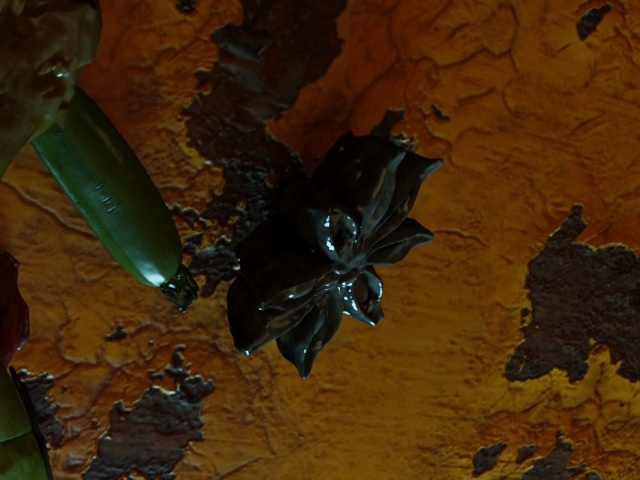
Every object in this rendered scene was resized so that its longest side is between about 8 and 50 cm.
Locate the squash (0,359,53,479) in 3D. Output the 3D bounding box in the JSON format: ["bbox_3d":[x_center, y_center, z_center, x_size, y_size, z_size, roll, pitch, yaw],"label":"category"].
[{"bbox_3d":[-0.320,0.203,1.194,0.309,0.233,0.210,70,22,-64],"label":"squash"}]

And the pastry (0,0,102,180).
[{"bbox_3d":[-0.309,-0.131,1.056,0.311,0.162,0.255,-45,131,-11],"label":"pastry"}]

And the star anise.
[{"bbox_3d":[-0.001,0.001,1.376,0.236,0.109,0.223,-35,152,-33],"label":"star anise"}]

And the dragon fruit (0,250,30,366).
[{"bbox_3d":[-0.284,0.077,1.212,0.153,0.111,0.153,-19,125,-29],"label":"dragon fruit"}]

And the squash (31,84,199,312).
[{"bbox_3d":[-0.172,-0.041,1.258,0.066,0.066,0.252,-40,129,-12],"label":"squash"}]
